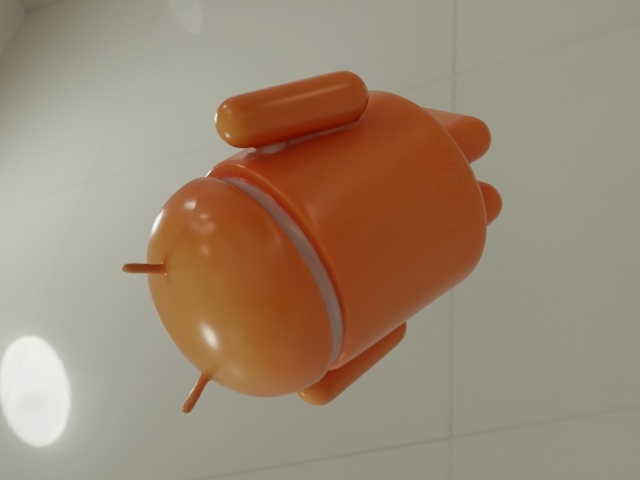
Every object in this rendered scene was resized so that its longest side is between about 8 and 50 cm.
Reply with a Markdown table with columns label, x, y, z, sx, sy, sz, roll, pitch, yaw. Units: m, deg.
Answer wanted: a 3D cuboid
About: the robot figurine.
| label | x | y | z | sx | sy | sz | roll | pitch | yaw |
| --- | --- | --- | --- | --- | --- | --- | --- | --- | --- |
| robot figurine | -0.001 | -0.002 | 0.562 | 0.128 | 0.219 | 0.158 | 48 | 150 | 17 |
